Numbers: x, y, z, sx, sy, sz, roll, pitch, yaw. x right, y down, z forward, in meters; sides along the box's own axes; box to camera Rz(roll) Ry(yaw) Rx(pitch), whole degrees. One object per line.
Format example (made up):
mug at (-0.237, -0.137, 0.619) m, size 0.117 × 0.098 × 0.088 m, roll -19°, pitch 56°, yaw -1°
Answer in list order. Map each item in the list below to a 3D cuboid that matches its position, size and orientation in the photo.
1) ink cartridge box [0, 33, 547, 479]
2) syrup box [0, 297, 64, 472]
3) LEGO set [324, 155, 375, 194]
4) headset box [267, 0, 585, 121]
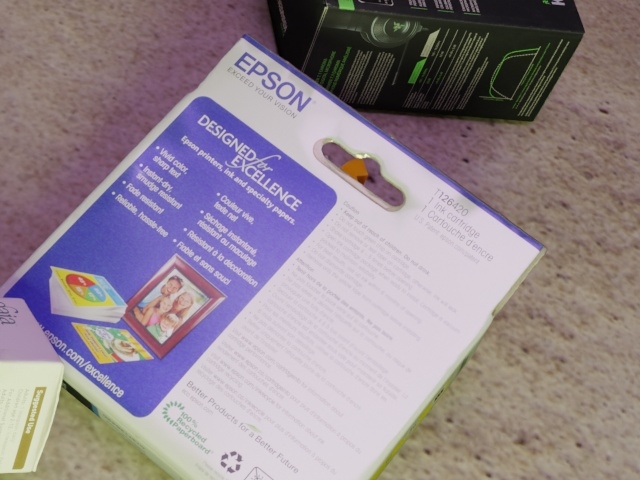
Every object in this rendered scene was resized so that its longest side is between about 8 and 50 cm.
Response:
ink cartridge box at (-0.039, 0.040, 1.045) m, size 0.303 × 0.072 × 0.307 m, roll 37°, pitch 69°, yaw 12°
syrup box at (-0.299, 0.093, 0.897) m, size 0.237 × 0.096 × 0.093 m, roll 4°, pitch 26°, yaw -34°
LEGO set at (0.000, 0.000, 1.143) m, size 0.093 × 0.087 × 0.227 m, roll -2°, pitch 52°, yaw -23°
headset box at (0.079, -0.256, 1.352) m, size 0.283 × 0.131 × 0.246 m, roll 3°, pitch 51°, yaw -18°
